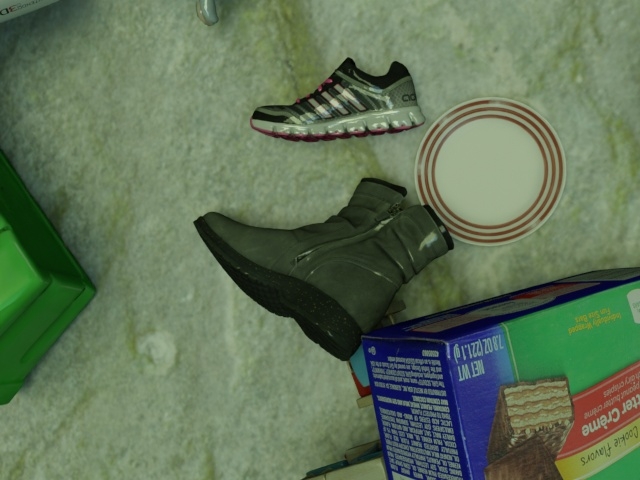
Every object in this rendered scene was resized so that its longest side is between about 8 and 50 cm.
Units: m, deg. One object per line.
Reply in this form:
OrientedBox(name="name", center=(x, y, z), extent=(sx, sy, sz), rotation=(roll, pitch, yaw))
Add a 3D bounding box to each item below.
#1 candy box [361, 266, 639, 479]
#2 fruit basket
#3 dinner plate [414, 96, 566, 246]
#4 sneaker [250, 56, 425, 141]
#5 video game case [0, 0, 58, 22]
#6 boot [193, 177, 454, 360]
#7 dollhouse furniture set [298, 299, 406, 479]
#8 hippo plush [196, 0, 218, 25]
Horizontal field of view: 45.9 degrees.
OrientedBox(name="candy box", center=(0.199, 0.200, 0.598), extent=(0.268, 0.122, 0.317), rotation=(-12, 91, -27))
OrientedBox(name="fruit basket", center=(-0.477, 0.041, 0.792), extent=(0.391, 0.283, 0.392), rotation=(0, 82, 1))
OrientedBox(name="dinner plate", center=(0.160, -0.065, 0.718), extent=(0.141, 0.017, 0.141), rotation=(1, 94, 15))
OrientedBox(name="sneaker", center=(0.014, -0.137, 0.733), extent=(0.170, 0.063, 0.075), rotation=(-4, 92, 11))
OrientedBox(name="video game case", center=(-0.462, -0.306, 0.757), extent=(0.300, 0.036, 0.329), rotation=(-27, 67, -16))
OrientedBox(name="boot", center=(0.000, 0.000, 0.734), extent=(0.246, 0.083, 0.161), rotation=(31, 69, 39))
OrientedBox(name="dollhouse furniture set", center=(0.028, 0.170, 0.699), extent=(0.129, 0.129, 0.184), rotation=(-28, 78, 34))
OrientedBox(name="hippo plush", center=(-0.089, -0.354, 0.697), extent=(0.236, 0.294, 0.234), rotation=(-27, 65, 41))
